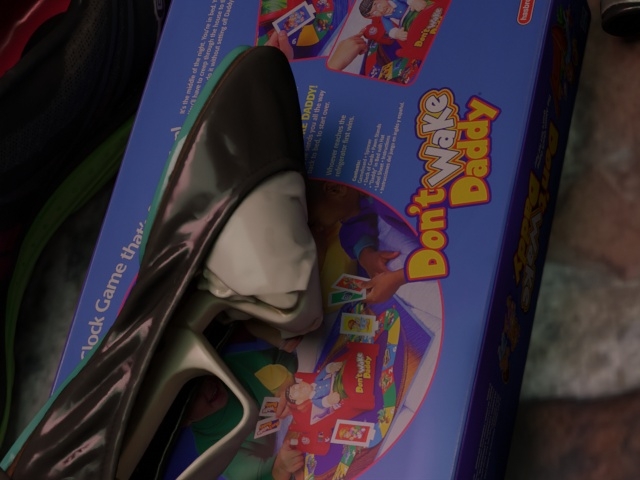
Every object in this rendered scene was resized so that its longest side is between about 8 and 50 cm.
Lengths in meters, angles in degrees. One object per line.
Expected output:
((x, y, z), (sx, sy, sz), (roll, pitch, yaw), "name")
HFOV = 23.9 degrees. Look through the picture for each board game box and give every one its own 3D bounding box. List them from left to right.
((0.000, 0.000, 0.825), (0.233, 0.078, 0.347), (4, 66, 24), "board game box")

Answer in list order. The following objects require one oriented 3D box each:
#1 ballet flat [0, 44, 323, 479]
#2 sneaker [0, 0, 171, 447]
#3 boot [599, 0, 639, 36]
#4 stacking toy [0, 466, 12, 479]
((-0.057, 0.044, 0.732), (0.096, 0.095, 0.280), (26, 87, 21), "ballet flat")
((-0.241, -0.018, 0.858), (0.185, 0.202, 0.482), (13, 70, 28), "sneaker")
((0.251, -0.213, 0.848), (0.247, 0.083, 0.161), (-23, 71, 8), "boot")
((-0.195, 0.348, 0.581), (0.351, 0.350, 0.479), (-27, 87, 7), "stacking toy")
